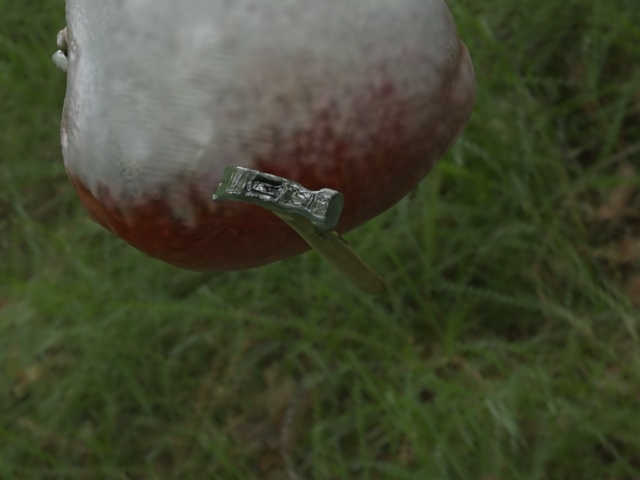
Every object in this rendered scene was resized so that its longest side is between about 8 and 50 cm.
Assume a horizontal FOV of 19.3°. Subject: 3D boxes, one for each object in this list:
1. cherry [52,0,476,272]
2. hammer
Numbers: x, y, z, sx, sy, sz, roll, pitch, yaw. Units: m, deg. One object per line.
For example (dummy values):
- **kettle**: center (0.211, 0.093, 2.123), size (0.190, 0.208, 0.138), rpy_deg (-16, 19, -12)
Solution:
- **cherry**: center (-0.060, -0.147, 1.514), size (0.335, 0.326, 0.291), rpy_deg (-24, -3, 2)
- **hammer**: center (0.000, 0.000, 0.871), size (0.062, 0.182, 0.017), rpy_deg (18, 81, 19)
